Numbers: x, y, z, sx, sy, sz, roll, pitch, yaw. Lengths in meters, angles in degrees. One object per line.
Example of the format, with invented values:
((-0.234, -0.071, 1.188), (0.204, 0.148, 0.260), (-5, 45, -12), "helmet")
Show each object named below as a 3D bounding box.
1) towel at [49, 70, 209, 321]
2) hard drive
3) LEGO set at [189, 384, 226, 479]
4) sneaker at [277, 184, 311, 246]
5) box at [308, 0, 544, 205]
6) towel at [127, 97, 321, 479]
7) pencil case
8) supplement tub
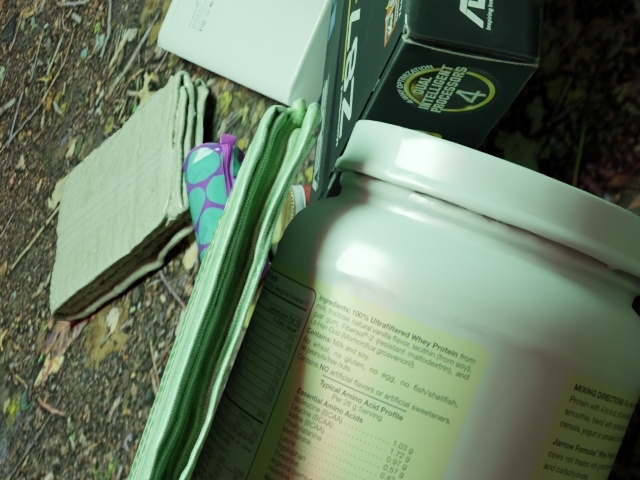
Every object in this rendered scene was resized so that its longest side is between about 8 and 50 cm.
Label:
((-0.207, -0.043, 1.438), (0.282, 0.049, 0.187), (-33, 47, 44), "towel")
((-0.052, -0.259, 1.334), (0.318, 0.040, 0.210), (31, 99, 57), "hard drive")
((-0.074, 0.172, 1.089), (0.087, 0.093, 0.227), (3, 76, 56), "LEGO set")
((0.000, 0.000, 1.132), (0.118, 0.067, 0.042), (99, 159, -44), "sneaker")
((0.080, -0.233, 0.974), (0.318, 0.097, 0.395), (116, 162, -68), "box")
((-0.074, 0.072, 0.844), (0.325, 0.038, 0.248), (125, 164, -70), "towel")
((-0.087, -0.024, 1.239), (0.152, 0.064, 0.070), (-106, 32, -42), "pencil case")
((0.057, 0.114, 0.803), (0.235, 0.235, 0.325), (22, 91, 57), "supplement tub")
